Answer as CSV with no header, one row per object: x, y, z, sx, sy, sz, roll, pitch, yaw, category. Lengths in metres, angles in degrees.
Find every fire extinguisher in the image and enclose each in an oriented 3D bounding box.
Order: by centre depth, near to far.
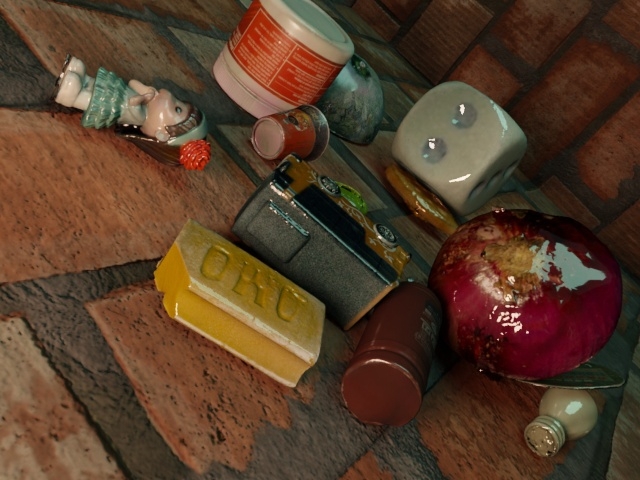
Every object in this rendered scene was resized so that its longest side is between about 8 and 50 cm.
0.129,0.158,0.972,0.114,0.135,0.337,3,22,17,fire extinguisher

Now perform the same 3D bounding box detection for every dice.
0.366,-0.242,1.633,0.264,0.262,0.268,43,5,22,dice

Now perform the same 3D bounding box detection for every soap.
-0.108,0.080,0.812,0.232,0.073,0.140,34,23,-12,soap

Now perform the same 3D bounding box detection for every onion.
0.386,0.125,1.186,0.348,0.347,0.385,61,-2,35,onion

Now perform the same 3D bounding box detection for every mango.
0.015,-0.083,1.223,0.165,0.074,0.091,29,32,4,mango

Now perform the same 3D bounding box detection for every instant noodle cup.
-0.069,-0.221,1.279,0.127,0.127,0.135,49,36,17,instant noodle cup

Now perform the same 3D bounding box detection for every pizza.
0.251,-0.099,1.565,0.246,0.058,0.127,44,26,7,pizza

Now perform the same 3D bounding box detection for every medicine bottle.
-0.085,-0.428,1.422,0.252,0.241,0.252,32,27,-19,medicine bottle

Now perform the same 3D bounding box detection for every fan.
0.452,0.258,1.242,0.223,0.012,0.294,-2,5,-22,fan

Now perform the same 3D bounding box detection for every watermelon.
0.081,-0.394,1.659,0.322,0.175,0.188,22,32,-31,watermelon

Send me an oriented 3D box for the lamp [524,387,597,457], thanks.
0.441,0.331,1.129,0.193,0.106,0.106,-12,57,-47,lamp

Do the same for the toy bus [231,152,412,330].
0.000,0.000,1.007,0.275,0.138,0.167,42,28,-3,toy bus

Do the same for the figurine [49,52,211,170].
-0.291,-0.193,0.959,0.245,0.110,0.138,21,42,-29,figurine
